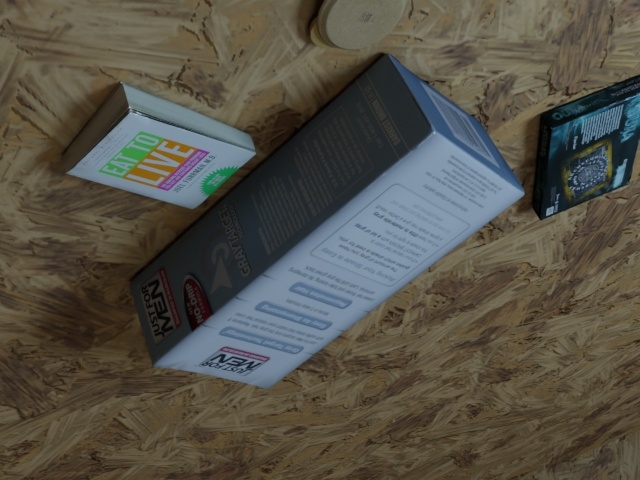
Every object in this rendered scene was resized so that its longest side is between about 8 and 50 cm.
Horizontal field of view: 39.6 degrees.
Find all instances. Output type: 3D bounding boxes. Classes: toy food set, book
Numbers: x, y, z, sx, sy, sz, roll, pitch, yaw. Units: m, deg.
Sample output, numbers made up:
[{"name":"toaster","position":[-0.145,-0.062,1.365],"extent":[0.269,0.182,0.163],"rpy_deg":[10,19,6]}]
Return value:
[{"name":"toy food set","position":[0.035,-0.193,0.747],"extent":[0.083,0.020,0.083],"rpy_deg":[-8,144,-25]},{"name":"book","position":[-0.142,-0.078,0.793],"extent":[0.096,0.035,0.144],"rpy_deg":[-39,146,29]}]

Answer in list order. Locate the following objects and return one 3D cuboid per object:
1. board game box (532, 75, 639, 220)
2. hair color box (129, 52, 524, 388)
[{"name":"board game box","position":[0.317,-0.105,1.051],"extent":[0.126,0.026,0.186],"rpy_deg":[-22,147,-5]},{"name":"hair color box","position":[0.000,0.000,0.917],"extent":[0.374,0.113,0.185],"rpy_deg":[-40,144,22]}]
